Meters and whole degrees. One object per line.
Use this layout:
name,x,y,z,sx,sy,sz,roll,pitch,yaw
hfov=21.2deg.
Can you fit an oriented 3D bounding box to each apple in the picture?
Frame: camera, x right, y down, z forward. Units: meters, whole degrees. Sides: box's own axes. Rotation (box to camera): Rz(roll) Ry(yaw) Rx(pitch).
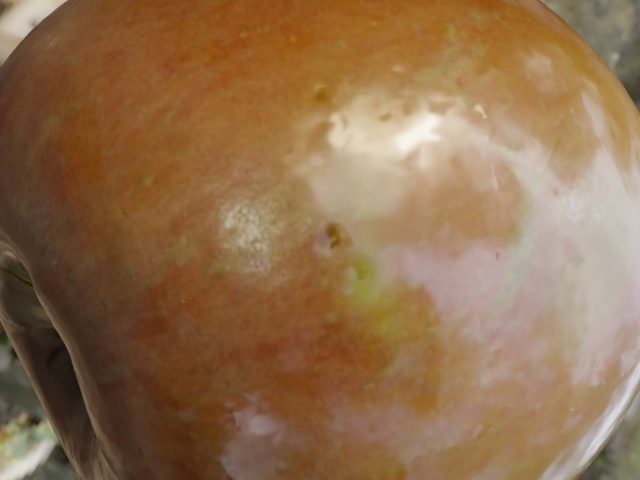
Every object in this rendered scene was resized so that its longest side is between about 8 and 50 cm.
apple,0.000,0.000,0.617,0.253,0.253,0.253,-51,157,-31
